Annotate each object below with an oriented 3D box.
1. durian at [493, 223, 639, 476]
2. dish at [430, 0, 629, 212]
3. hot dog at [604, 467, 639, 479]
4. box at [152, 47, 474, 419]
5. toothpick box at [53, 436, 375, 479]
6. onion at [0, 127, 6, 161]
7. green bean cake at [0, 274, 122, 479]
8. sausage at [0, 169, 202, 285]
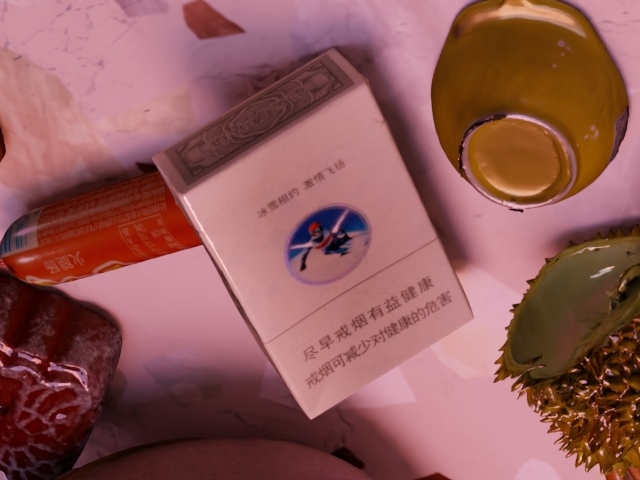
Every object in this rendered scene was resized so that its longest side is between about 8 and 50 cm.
[{"bbox_3d":[0.259,0.076,1.311,0.237,0.200,0.176,-29,98,27],"label":"durian"},{"bbox_3d":[0.149,-0.084,1.272,0.149,0.080,0.207,-1,135,17],"label":"dish"},{"bbox_3d":[0.322,0.246,1.558,0.100,0.068,0.249,-14,129,27],"label":"hot dog"},{"bbox_3d":[0.000,0.000,1.350,0.164,0.069,0.256,-32,127,-5],"label":"box"},{"bbox_3d":[-0.130,0.383,1.593,0.425,0.409,0.409,-16,128,36],"label":"toothpick box"},{"bbox_3d":[-0.373,-0.076,1.425,0.206,0.098,0.151,-6,134,23],"label":"onion"},{"bbox_3d":[-0.310,0.120,1.603,0.233,0.097,0.198,24,136,-9],"label":"green bean cake"},{"bbox_3d":[-0.172,-0.013,1.447,0.264,0.083,0.083,-15,128,31],"label":"sausage"}]
